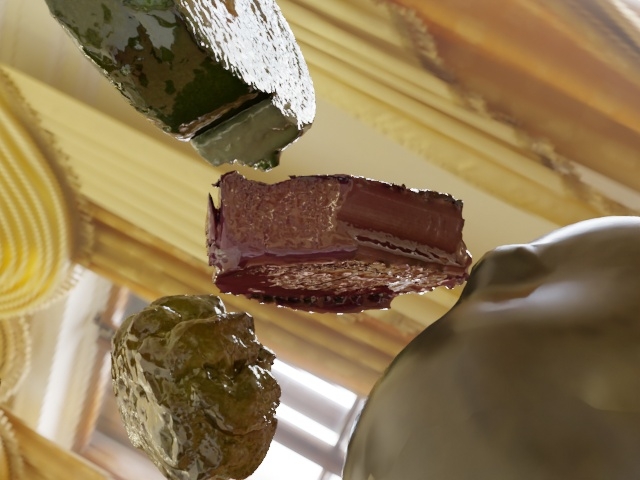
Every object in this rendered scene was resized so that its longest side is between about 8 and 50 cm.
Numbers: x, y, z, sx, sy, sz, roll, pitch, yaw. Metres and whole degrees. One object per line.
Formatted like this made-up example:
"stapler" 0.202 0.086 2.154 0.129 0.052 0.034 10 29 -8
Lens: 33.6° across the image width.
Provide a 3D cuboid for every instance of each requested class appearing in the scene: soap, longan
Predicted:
"soap" 0.000 0.000 1.129 0.182 0.289 0.112 -27 61 44
"longan" 0.184 0.154 0.714 0.361 0.361 0.361 -60 -10 -18

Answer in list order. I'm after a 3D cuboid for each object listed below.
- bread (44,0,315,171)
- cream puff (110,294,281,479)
"bread" -0.150 -0.238 1.146 0.129 0.382 0.366 -29 14 17
"cream puff" -0.151 0.178 1.278 0.196 0.244 0.244 -38 -26 -54
